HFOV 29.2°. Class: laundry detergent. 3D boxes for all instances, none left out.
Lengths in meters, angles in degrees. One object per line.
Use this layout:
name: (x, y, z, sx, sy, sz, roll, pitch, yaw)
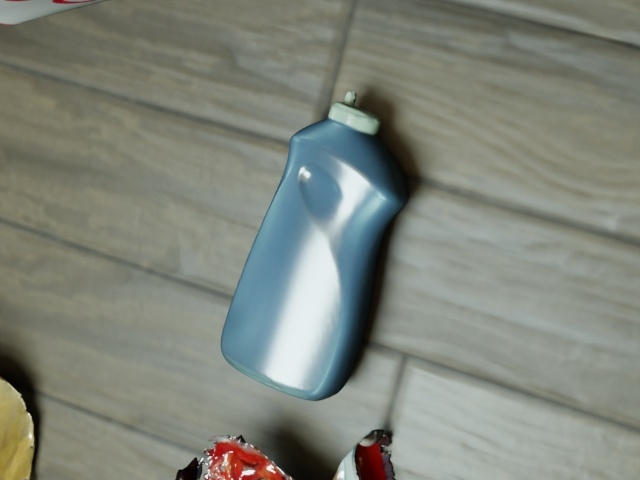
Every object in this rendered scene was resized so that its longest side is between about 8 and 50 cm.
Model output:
laundry detergent: (0.001, 0.000, 0.838, 0.097, 0.061, 0.206, 21, 100, 25)

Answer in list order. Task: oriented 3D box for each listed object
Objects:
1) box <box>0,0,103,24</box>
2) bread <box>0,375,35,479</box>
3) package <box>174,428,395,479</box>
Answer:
box: (-0.168, -0.317, 0.743, 0.312, 0.300, 0.314, -9, 90, 20)
bread: (-0.348, 0.211, 0.921, 0.156, 0.204, 0.288, 13, 96, 36)
package: (-0.012, 0.264, 0.841, 0.194, 0.071, 0.269, 0, 86, -1)
